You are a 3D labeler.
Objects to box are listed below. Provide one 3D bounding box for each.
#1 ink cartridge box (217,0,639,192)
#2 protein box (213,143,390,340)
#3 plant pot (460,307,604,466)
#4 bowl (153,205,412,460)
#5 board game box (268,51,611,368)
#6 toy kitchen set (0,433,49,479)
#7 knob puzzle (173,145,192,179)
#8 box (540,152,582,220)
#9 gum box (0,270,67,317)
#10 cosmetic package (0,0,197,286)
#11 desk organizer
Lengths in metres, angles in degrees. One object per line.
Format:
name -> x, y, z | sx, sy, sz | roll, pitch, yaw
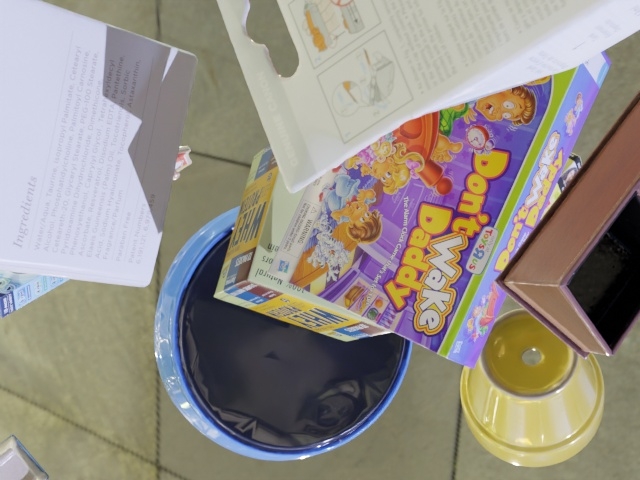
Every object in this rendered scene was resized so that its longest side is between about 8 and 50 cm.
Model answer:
ink cartridge box -> 0.090, -0.252, 0.814 | 0.385, 0.091, 0.308 | -30, 71, 29
protein box -> 0.000, 0.000, 1.267 | 0.136, 0.200, 0.201 | -26, 46, 64
plant pot -> 0.365, 0.239, 1.731 | 0.254, 0.254, 0.239 | 35, 165, 26
bowl -> -0.045, 0.131, 1.463 | 0.077, 0.391, 0.391 | 178, 77, -71
board game box -> 0.121, -0.074, 1.050 | 0.233, 0.078, 0.347 | 23, 88, 32
toy kitchen set -> -0.457, 0.398, 1.388 | 0.166, 0.207, 0.122 | 52, 171, -7
knob puzzle -> -0.312, -0.108, 1.794 | 0.213, 0.213, 0.030 | -37, 83, 39
box -> 0.347, -0.048, 1.668 | 0.058, 0.232, 0.087 | 33, 159, 42
gum box -> -0.478, 0.036, 1.558 | 0.157, 0.184, 0.041 | 23, 127, 28
cosmetic package -> -0.432, -0.142, 1.290 | 0.329, 0.394, 0.327 | 14, 92, 42
desk organizer -> 0.125, -0.021, 0.353 | 0.047, 0.130, 0.050 | 40, 172, -9
